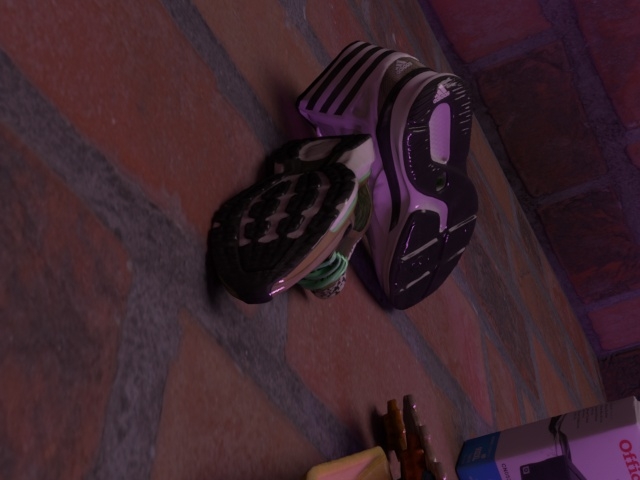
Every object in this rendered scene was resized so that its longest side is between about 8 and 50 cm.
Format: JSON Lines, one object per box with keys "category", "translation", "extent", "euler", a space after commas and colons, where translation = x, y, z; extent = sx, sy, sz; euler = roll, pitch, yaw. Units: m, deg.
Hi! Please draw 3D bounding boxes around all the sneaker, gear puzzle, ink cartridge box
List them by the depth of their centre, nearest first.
{"category": "sneaker", "translation": [0.000, 0.000, 1.083], "extent": [0.410, 0.158, 0.182], "euler": [-56, 135, -62]}
{"category": "gear puzzle", "translation": [0.107, 0.286, 1.097], "extent": [0.339, 0.044, 0.175], "euler": [-108, -169, -71]}
{"category": "sneaker", "translation": [0.097, -0.111, 1.378], "extent": [0.257, 0.169, 0.447], "euler": [40, -32, 35]}
{"category": "ink cartridge box", "translation": [0.414, 0.417, 1.498], "extent": [0.223, 0.307, 0.129], "euler": [69, 20, -2]}

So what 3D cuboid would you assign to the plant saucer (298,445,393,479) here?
{"category": "plant saucer", "translation": [0.038, 0.375, 0.848], "extent": [0.333, 0.081, 0.332], "euler": [33, 41, -73]}
